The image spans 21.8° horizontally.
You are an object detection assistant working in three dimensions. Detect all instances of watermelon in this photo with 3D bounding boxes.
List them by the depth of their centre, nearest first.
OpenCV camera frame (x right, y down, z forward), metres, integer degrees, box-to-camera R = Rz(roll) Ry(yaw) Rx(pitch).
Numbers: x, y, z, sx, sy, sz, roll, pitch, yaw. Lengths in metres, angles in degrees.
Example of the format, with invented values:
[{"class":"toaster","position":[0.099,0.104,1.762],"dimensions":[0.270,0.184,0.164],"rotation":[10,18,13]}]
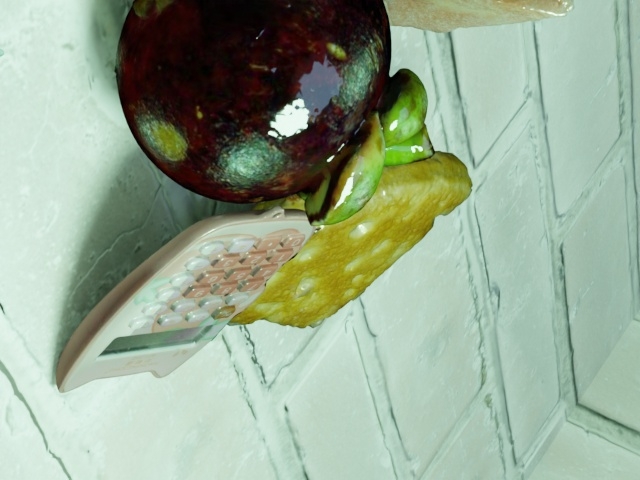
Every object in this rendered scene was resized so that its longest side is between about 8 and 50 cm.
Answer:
[{"class":"watermelon","position":[0.152,-0.380,1.922],"dimensions":[0.283,0.292,0.250],"rotation":[-49,128,-19]}]

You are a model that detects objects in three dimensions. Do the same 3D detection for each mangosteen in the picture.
[{"class":"mangosteen","position":[-0.051,-0.169,1.657],"dimensions":[0.311,0.311,0.311],"rotation":[-41,144,-39]}]

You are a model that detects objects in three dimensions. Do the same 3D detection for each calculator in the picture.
[{"class":"calculator","position":[-0.142,0.055,1.788],"dimensions":[0.220,0.048,0.330],"rotation":[-2,148,-49]}]

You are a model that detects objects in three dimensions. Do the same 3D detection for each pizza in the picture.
[{"class":"pizza","position":[0.000,0.000,2.001],"dimensions":[0.409,0.114,0.278],"rotation":[-24,158,-13]}]

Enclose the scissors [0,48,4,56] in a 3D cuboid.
[{"class":"scissors","position":[-0.368,-0.219,1.358],"dimensions":[0.383,0.029,0.256],"rotation":[11,103,-63]}]
